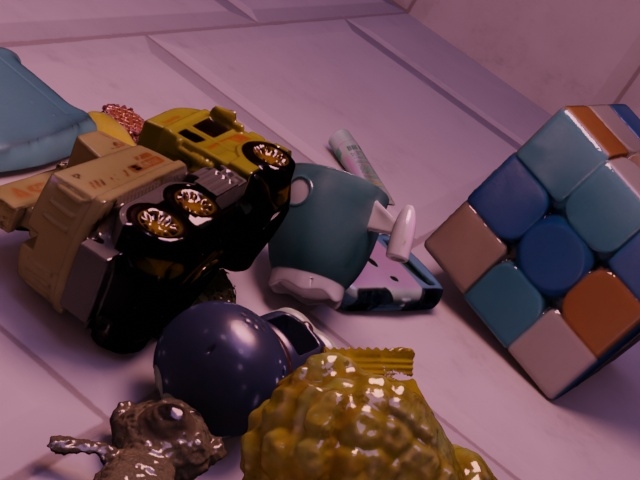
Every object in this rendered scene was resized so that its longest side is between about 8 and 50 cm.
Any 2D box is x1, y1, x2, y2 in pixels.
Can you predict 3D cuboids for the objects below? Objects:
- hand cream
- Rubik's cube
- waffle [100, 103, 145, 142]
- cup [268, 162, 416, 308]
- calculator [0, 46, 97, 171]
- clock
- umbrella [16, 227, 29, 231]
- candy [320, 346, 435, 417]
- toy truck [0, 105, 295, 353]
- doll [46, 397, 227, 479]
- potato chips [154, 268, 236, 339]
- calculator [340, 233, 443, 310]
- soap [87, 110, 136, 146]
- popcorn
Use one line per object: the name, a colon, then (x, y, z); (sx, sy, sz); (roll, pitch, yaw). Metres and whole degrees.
hand cream: (0.074, -0.134, 2.310); (0.076, 0.047, 0.174); (5, 44, -49)
Rubik's cube: (0.449, 0.006, 2.046); (0.344, 0.346, 0.347); (51, 29, 14)
waffle: (-0.306, -0.183, 1.931); (0.083, 0.029, 0.075); (42, 27, 14)
cup: (0.000, 0.000, 1.745); (0.299, 0.173, 0.167); (5, -17, 36)
calculator: (-0.486, -0.181, 1.664); (0.256, 0.054, 0.386); (39, 30, 17)
clock: (-0.090, 0.144, 1.418); (0.199, 0.146, 0.243); (47, 19, 21)
umbrella: (-0.301, -0.003, 1.588); (0.044, 0.044, 0.269); (16, 1, 34)
candy: (0.106, 0.260, 1.453); (0.187, 0.081, 0.297); (9, 56, -54)
toy truck: (-0.209, -0.037, 1.522); (0.254, 0.181, 0.405); (34, 30, 12)
doll: (-0.189, 0.242, 1.180); (0.202, 0.091, 0.286); (31, 30, 27)
potato chips: (-0.191, 0.066, 1.590); (0.202, 0.029, 0.220); (42, 27, 21)
calculator: (0.075, 0.047, 1.930); (0.293, 0.051, 0.173); (3, 35, -49)
soap: (-0.301, -0.134, 1.835); (0.089, 0.033, 0.168); (17, 27, -36)
popcorn: (0.041, 0.261, 1.250); (0.286, 0.225, 0.173); (42, -16, -28)
